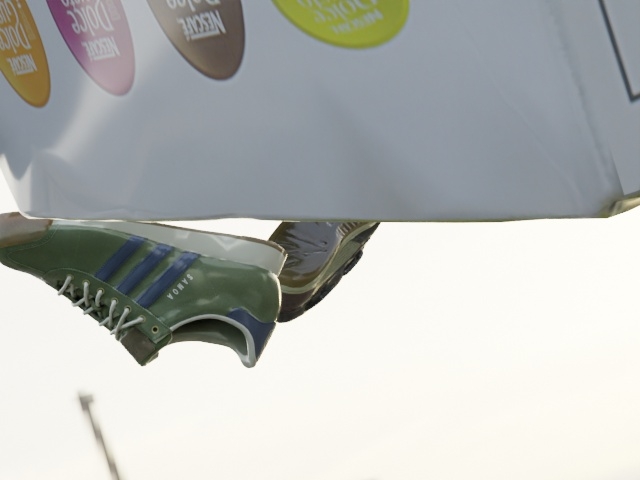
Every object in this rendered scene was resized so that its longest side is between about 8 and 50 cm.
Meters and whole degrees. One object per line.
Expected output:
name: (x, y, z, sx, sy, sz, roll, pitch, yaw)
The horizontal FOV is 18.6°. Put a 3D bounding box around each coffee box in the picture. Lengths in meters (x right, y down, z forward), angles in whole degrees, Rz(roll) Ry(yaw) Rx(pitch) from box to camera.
coffee box: (0.061, -0.214, 0.515, 0.338, 0.334, 0.337, -25, 12, -24)

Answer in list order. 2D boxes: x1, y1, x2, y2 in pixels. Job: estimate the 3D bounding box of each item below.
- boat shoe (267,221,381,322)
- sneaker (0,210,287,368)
boat shoe: (0.001, 0.001, 1.839, 0.223, 0.080, 0.073, -50, -19, -52)
sneaker: (-0.116, 0.035, 1.231, 0.192, 0.086, 0.064, 8, -17, -14)
